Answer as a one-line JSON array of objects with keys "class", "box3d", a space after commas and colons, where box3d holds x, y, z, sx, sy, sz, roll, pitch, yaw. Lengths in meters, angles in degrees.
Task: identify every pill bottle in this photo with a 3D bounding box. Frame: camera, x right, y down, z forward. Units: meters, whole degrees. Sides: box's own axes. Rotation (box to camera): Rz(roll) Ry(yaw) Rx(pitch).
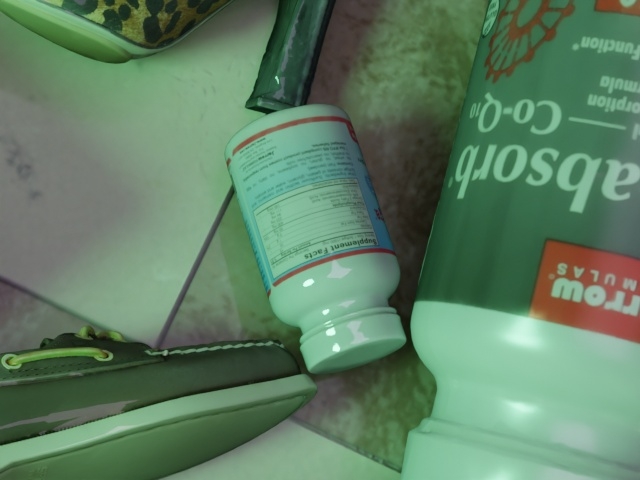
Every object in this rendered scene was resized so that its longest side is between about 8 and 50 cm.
[{"class": "pill bottle", "box3d": [0.000, 0.000, 0.924, 0.087, 0.087, 0.160, -14, 74, -14]}, {"class": "pill bottle", "box3d": [0.175, 0.002, 0.900, 0.210, 0.210, 0.363, 15, 83, -9]}]

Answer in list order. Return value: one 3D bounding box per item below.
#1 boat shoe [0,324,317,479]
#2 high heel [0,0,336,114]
[{"class": "boat shoe", "box3d": [-0.155, 0.102, 0.860, 0.324, 0.116, 0.097, -14, 64, -28]}, {"class": "high heel", "box3d": [-0.098, -0.203, 0.932, 0.261, 0.093, 0.186, 17, 86, -28]}]
